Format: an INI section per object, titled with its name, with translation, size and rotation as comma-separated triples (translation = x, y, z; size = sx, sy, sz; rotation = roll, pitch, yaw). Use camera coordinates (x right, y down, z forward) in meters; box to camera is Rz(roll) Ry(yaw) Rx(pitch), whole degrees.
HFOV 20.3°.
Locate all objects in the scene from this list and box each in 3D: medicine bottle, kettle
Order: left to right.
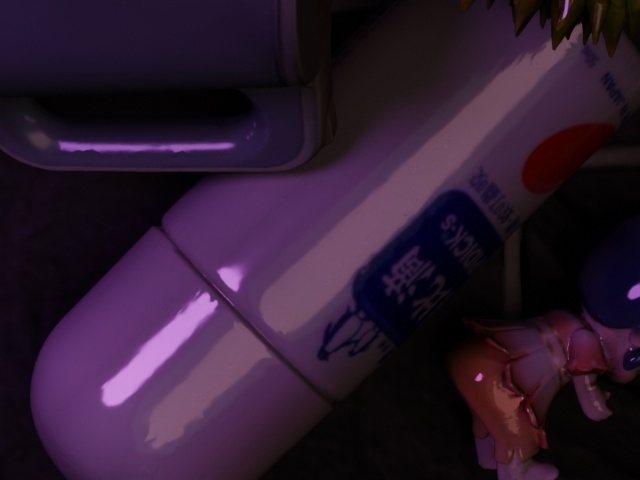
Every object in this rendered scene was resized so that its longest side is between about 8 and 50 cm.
[kettle]
translation = -0.115, -0.109, 0.773
size = 0.243, 0.160, 0.210
rotation = 6, 133, 8
[medicine bottle]
translation = 0.000, 0.000, 0.883
size = 0.341, 0.130, 0.130
rotation = -44, 111, -2

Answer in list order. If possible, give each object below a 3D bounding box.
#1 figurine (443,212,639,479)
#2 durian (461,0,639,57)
[figurine]
translation = 0.158, 0.047, 0.950
size = 0.195, 0.111, 0.102
rotation = -29, 111, -5
[durian]
translation = 0.081, -0.246, 0.785
size = 0.170, 0.157, 0.355
rotation = -5, 76, 0
